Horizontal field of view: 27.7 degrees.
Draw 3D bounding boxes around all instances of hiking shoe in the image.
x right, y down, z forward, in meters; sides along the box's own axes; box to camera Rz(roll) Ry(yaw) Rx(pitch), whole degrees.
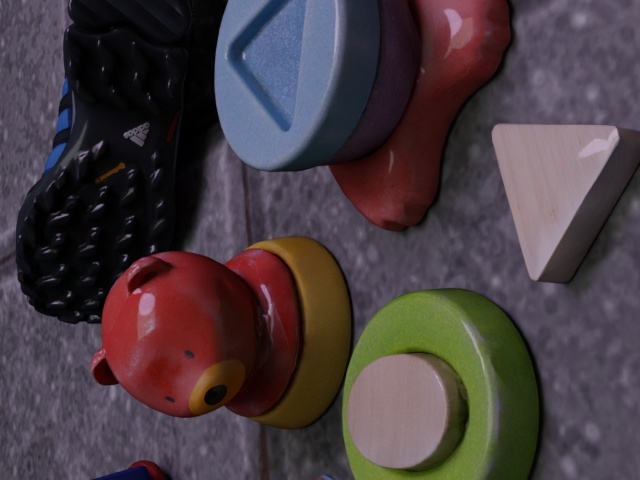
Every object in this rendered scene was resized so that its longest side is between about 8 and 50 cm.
[{"bbox_3d":[-0.144,-0.075,0.953,0.132,0.113,0.304,-83,12,-59],"label":"hiking shoe"}]

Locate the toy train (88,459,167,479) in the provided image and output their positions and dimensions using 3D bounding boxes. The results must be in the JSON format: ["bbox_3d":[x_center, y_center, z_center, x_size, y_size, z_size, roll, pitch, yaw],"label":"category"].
[{"bbox_3d":[-0.184,0.270,0.946,0.248,0.105,0.143,-42,66,44],"label":"toy train"}]

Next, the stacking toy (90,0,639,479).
[{"bbox_3d":[0.000,0.000,0.687,0.279,0.130,0.309,40,118,50],"label":"stacking toy"}]

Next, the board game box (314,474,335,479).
[{"bbox_3d":[0.006,0.212,0.731,0.168,0.033,0.133,18,100,54],"label":"board game box"}]
